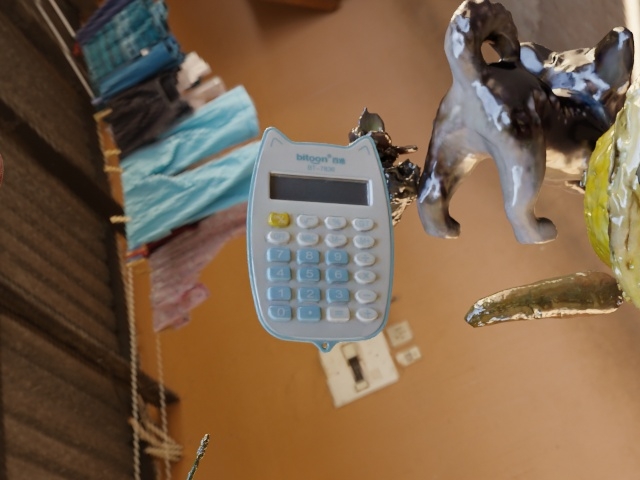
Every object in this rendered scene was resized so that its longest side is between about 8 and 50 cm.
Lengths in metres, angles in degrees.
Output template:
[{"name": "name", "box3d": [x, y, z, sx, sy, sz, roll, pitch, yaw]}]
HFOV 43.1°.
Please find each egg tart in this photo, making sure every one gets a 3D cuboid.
[{"name": "egg tart", "box3d": [0.350, -0.043, 0.806, 0.116, 0.295, 0.294, 4, 131, 52]}]

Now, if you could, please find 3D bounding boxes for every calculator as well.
[{"name": "calculator", "box3d": [0.000, 0.000, 1.376, 0.054, 0.256, 0.386, 130, 141, -65]}]

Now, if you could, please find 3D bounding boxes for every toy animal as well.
[{"name": "toy animal", "box3d": [0.294, -0.171, 1.048, 0.194, 0.344, 0.302, 14, 118, 53]}]

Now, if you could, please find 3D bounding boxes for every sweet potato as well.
[{"name": "sweet potato", "box3d": [0.359, 0.095, 1.281, 0.075, 0.273, 0.075, 172, 90, -77]}]

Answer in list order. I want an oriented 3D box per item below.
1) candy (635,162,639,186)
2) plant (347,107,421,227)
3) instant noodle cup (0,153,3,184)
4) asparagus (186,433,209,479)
[{"name": "candy", "box3d": [0.257, 0.023, 0.467, 0.101, 0.143, 0.271, 46, -137, -34]}, {"name": "plant", "box3d": [0.112, -0.131, 1.689, 0.178, 0.234, 0.204, 23, -165, -15]}, {"name": "instant noodle cup", "box3d": [-0.422, -0.101, 0.763, 0.178, 0.235, 0.234, 78, 173, -56]}, {"name": "asparagus", "box3d": [-0.201, 0.367, 1.211, 0.013, 0.016, 0.166, 103, -170, -67]}]
